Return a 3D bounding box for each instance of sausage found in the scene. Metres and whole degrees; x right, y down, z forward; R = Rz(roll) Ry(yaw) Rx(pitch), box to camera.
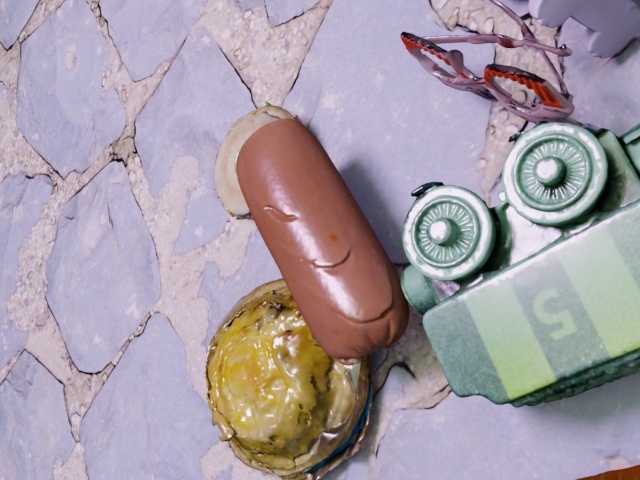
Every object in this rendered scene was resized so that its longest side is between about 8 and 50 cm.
[{"bbox_3d":[0.000,0.001,0.808,0.121,0.121,0.304,-40,62,25],"label":"sausage"}]

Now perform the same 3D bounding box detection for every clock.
[{"bbox_3d":[0.246,-0.331,0.721,0.189,0.189,0.254,-50,44,19],"label":"clock"}]

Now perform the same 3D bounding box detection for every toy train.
[{"bbox_3d":[0.221,0.026,0.661,0.299,0.167,0.238,-34,67,29],"label":"toy train"}]

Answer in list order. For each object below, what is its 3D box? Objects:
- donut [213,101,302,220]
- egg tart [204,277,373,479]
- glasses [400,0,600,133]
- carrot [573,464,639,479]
[{"bbox_3d":[-0.080,-0.108,0.985,0.174,0.068,0.175,-11,72,39],"label":"donut"},{"bbox_3d":[-0.063,0.181,0.884,0.290,0.107,0.291,-9,75,38],"label":"egg tart"},{"bbox_3d":[0.192,-0.191,0.734,0.255,0.162,0.095,37,91,34],"label":"glasses"},{"bbox_3d":[0.271,0.249,0.620,0.193,0.087,0.087,-32,62,30],"label":"carrot"}]
